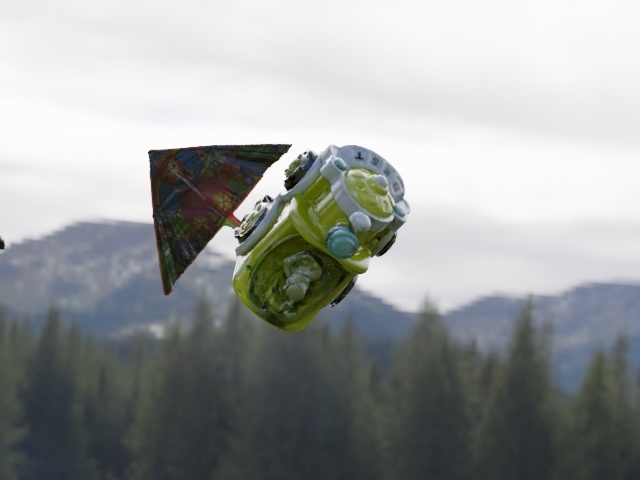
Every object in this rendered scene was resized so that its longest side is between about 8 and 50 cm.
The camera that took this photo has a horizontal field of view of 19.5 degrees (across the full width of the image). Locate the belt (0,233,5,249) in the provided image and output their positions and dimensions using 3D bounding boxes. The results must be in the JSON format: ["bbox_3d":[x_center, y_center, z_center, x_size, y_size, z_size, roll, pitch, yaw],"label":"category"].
[{"bbox_3d":[-0.295,-0.035,1.235,0.126,0.139,0.230,-19,-46,-3],"label":"belt"}]

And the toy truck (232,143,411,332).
[{"bbox_3d":[0.000,0.000,1.047,0.076,0.111,0.077,37,28,-13],"label":"toy truck"}]

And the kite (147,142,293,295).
[{"bbox_3d":[-0.103,-0.035,1.762,0.159,0.190,0.010,42,-5,-14],"label":"kite"}]
